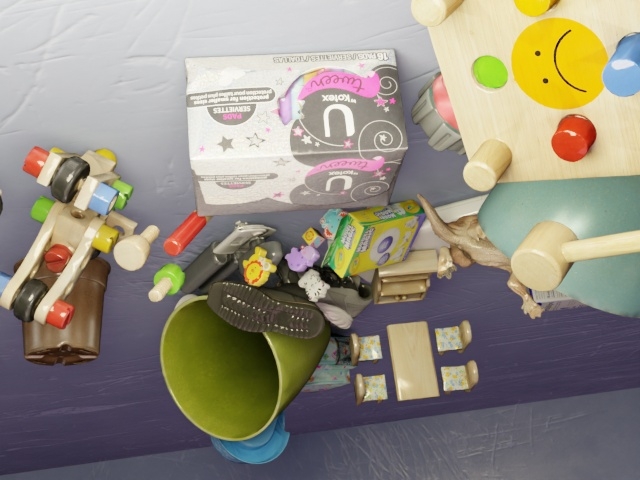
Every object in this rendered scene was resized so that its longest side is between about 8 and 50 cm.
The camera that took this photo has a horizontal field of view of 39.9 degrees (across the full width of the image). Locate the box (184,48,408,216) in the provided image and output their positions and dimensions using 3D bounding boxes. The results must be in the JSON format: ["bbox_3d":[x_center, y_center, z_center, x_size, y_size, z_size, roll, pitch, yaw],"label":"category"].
[{"bbox_3d":[-0.033,-0.126,1.061,0.248,0.142,0.163,-4,158,-6],"label":"box"}]

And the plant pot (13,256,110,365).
[{"bbox_3d":[-0.449,0.125,1.539,0.167,0.165,0.167,-6,158,-2],"label":"plant pot"}]

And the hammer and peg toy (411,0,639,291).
[{"bbox_3d":[0.257,-0.129,0.859,0.266,0.127,0.361,-2,123,37],"label":"hammer and peg toy"}]

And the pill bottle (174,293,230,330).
[{"bbox_3d":[-0.227,0.160,1.800,0.078,0.078,0.137,-19,154,29],"label":"pill bottle"}]

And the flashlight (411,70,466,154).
[{"bbox_3d":[0.223,-0.211,0.993,0.103,0.103,0.304,35,142,-8],"label":"flashlight"}]

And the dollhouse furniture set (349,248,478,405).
[{"bbox_3d":[0.160,0.159,1.573,0.212,0.242,0.161,-5,158,-4],"label":"dollhouse furniture set"}]

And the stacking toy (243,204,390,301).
[{"bbox_3d":[0.000,0.000,1.393,0.221,0.052,0.167,-48,145,14],"label":"stacking toy"}]

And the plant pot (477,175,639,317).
[{"bbox_3d":[0.395,-0.056,1.236,0.290,0.290,0.195,8,120,-31],"label":"plant pot"}]

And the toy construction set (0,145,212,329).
[{"bbox_3d":[-0.286,-0.034,1.179,0.309,0.257,0.237,5,-155,13],"label":"toy construction set"}]

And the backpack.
[{"bbox_3d":[-0.022,0.286,2.087,0.166,0.144,0.188,-16,154,36],"label":"backpack"}]

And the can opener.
[{"bbox_3d":[-0.163,0.041,1.517,0.074,0.093,0.280,2,160,-33],"label":"can opener"}]

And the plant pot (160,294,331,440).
[{"bbox_3d":[-0.112,0.204,1.716,0.275,0.274,0.294,-21,180,33],"label":"plant pot"}]

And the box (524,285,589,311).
[{"bbox_3d":[0.457,0.063,1.682,0.137,0.126,0.072,-6,160,1],"label":"box"}]

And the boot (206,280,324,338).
[{"bbox_3d":[-0.096,0.099,1.498,0.198,0.137,0.076,21,107,-13],"label":"boot"}]

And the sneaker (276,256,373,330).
[{"bbox_3d":[0.006,0.081,1.673,0.108,0.100,0.271,-40,144,14],"label":"sneaker"}]

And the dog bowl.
[{"bbox_3d":[-0.135,0.327,1.825,0.166,0.297,0.074,28,143,-15],"label":"dog bowl"}]

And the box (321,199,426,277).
[{"bbox_3d":[0.084,-0.003,1.402,0.179,0.043,0.105,-12,135,-41],"label":"box"}]

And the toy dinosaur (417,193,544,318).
[{"bbox_3d":[0.278,0.003,1.414,0.296,0.200,0.127,20,111,-1],"label":"toy dinosaur"}]

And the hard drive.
[{"bbox_3d":[0.193,0.000,1.568,0.308,0.040,0.203,-15,157,21],"label":"hard drive"}]
